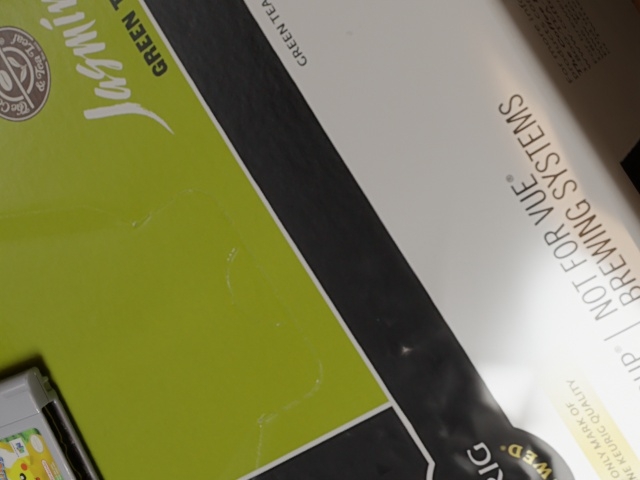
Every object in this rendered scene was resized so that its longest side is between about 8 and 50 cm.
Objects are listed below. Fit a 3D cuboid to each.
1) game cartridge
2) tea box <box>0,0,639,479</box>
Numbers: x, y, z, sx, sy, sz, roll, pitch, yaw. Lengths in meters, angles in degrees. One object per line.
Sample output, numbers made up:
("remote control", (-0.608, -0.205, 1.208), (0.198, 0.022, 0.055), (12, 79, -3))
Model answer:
("game cartridge", (-0.120, 0.097, 0.509), (0.056, 0.017, 0.083), (-22, 96, 35))
("tea box", (0.000, 0.000, 0.557), (0.323, 0.220, 0.329), (-31, 92, 27))
